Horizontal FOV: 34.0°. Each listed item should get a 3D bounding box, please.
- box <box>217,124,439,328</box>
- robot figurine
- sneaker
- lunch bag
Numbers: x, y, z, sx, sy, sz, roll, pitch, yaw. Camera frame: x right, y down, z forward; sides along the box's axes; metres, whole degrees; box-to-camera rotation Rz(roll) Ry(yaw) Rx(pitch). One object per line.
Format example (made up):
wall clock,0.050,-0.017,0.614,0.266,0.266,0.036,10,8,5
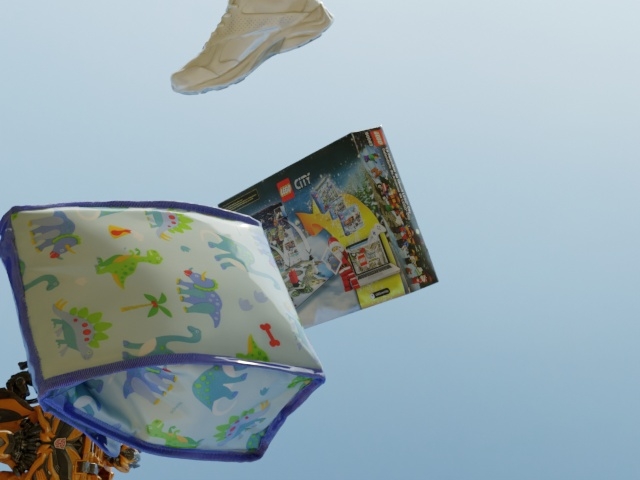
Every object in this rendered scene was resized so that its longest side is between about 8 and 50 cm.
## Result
box,0.000,0.000,1.050,0.044,0.233,0.159,-17,-94,-41
robot figurine,-0.317,0.201,0.988,0.290,0.085,0.211,-1,-114,5
sneaker,-0.105,-0.275,1.366,0.232,0.115,0.090,-30,-166,-2
lunch bag,-0.093,0.044,0.561,0.096,0.151,0.129,-52,-136,26
